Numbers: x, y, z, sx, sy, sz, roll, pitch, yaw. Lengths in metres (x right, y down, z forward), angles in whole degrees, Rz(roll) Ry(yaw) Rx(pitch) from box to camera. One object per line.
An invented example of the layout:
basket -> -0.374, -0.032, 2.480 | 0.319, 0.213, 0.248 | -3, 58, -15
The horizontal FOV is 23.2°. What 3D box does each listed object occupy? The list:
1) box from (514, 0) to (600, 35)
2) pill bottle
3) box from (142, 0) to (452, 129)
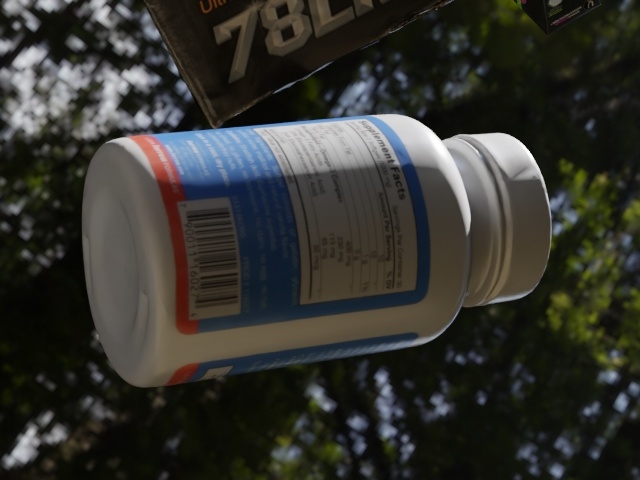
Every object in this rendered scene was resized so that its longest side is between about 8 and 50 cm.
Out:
box -> 0.174, -0.212, 1.191 | 0.062, 0.052, 0.083 | 54, -10, 37
pill bottle -> 0.000, 0.000, 0.794 | 0.221, 0.124, 0.124 | -6, -6, -24
box -> 0.077, -0.153, 0.544 | 0.295, 0.293, 0.073 | -101, 165, -77
